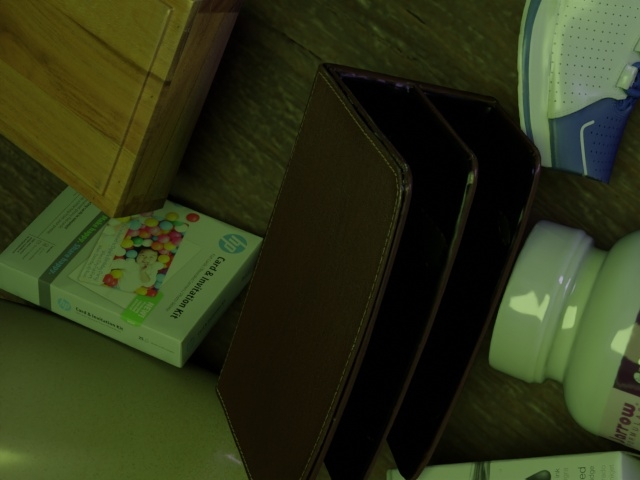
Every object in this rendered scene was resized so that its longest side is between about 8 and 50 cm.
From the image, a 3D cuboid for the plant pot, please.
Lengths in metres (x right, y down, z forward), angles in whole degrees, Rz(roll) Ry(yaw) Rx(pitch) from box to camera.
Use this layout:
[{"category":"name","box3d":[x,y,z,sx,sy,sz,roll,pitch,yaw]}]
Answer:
[{"category":"plant pot","box3d":[-0.185,0.187,1.202,0.274,0.256,0.256,7,98,2]}]

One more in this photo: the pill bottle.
[{"category":"pill bottle","box3d":[0.289,0.089,1.052,0.301,0.169,0.169,19,101,17]}]

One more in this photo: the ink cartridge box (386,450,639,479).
[{"category":"ink cartridge box","box3d":[0.160,0.255,1.101,0.218,0.092,0.158,-12,66,37]}]

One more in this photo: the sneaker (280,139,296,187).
[{"category":"sneaker","box3d":[0.000,0.000,1.177,0.095,0.104,0.236,10,99,16]}]

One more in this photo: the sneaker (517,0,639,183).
[{"category":"sneaker","box3d":[0.257,-0.196,1.057,0.182,0.127,0.315,8,96,20]}]

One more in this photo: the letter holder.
[{"category":"letter holder","box3d":[0.051,0.055,1.043,0.152,0.214,0.302,9,115,-21]}]

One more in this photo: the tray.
[{"category":"tray","box3d":[-0.271,-0.214,1.210,0.411,0.076,0.203,35,116,24]}]

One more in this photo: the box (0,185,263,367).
[{"category":"box","box3d":[-0.165,0.020,1.218,0.186,0.145,0.038,23,136,15]}]
